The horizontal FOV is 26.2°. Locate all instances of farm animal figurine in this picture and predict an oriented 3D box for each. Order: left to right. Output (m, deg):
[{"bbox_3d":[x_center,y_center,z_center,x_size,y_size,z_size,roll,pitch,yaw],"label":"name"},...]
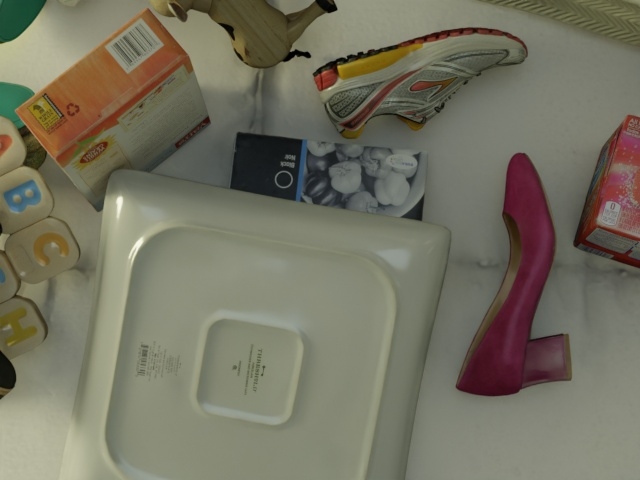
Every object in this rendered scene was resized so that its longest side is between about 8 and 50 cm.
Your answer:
[{"bbox_3d":[-0.152,-0.333,1.372,0.172,0.327,0.330,-32,73,10],"label":"farm animal figurine"}]

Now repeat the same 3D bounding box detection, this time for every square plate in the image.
[{"bbox_3d":[-0.068,0.128,1.353,0.343,0.049,0.347,10,95,0],"label":"square plate"}]

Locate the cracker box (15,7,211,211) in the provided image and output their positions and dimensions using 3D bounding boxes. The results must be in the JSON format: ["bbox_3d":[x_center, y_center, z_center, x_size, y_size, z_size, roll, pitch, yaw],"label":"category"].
[{"bbox_3d":[-0.196,-0.121,1.351,0.155,0.232,0.067,-39,81,-7],"label":"cracker box"}]

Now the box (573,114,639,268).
[{"bbox_3d":[0.400,-0.021,1.385,0.256,0.128,0.123,18,80,4],"label":"box"}]

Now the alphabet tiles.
[{"bbox_3d":[-0.395,0.006,1.373,0.278,0.021,0.284,-24,102,7],"label":"alphabet tiles"}]

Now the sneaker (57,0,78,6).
[{"bbox_3d":[-0.239,-0.311,1.481,0.053,0.061,0.152,35,62,14],"label":"sneaker"}]

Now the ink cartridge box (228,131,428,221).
[{"bbox_3d":[0.000,0.000,1.425,0.206,0.045,0.208,6,81,1],"label":"ink cartridge box"}]

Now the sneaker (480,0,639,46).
[{"bbox_3d":[0.239,-0.326,1.452,0.350,0.131,0.148,20,73,-2],"label":"sneaker"}]

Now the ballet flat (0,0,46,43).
[{"bbox_3d":[-0.313,-0.315,1.477,0.077,0.077,0.231,21,77,25],"label":"ballet flat"}]

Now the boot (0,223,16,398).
[{"bbox_3d":[-0.335,0.045,1.335,0.137,0.077,0.198,-41,101,5],"label":"boot"}]

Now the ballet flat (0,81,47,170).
[{"bbox_3d":[-0.449,-0.127,1.417,0.348,0.123,0.123,12,80,2],"label":"ballet flat"}]

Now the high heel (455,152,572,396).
[{"bbox_3d":[0.182,0.035,1.406,0.117,0.082,0.244,-7,88,0],"label":"high heel"}]

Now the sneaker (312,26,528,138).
[{"bbox_3d":[0.109,-0.167,1.446,0.225,0.088,0.093,-16,100,-3],"label":"sneaker"}]
